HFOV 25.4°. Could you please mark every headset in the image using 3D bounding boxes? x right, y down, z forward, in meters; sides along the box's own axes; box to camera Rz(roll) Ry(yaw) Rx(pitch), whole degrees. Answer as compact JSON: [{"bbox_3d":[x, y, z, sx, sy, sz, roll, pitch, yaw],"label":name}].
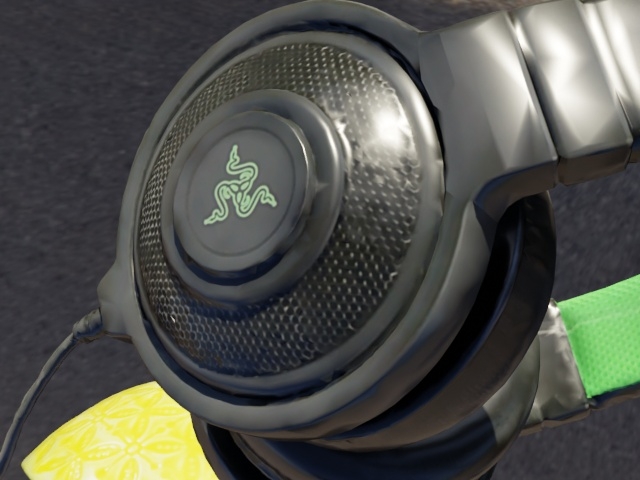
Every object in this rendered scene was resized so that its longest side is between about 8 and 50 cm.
[{"bbox_3d":[0.000,0.000,0.498,0.394,0.243,0.185,-15,65,0],"label":"headset"}]

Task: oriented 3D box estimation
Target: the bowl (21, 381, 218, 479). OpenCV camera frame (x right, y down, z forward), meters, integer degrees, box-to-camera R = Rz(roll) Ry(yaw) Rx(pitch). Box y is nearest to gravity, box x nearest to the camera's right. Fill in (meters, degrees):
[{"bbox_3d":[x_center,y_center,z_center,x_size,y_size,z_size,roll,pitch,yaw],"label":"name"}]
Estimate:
[{"bbox_3d":[-0.013,0.163,0.825,0.289,0.289,0.156,38,80,7],"label":"bowl"}]
